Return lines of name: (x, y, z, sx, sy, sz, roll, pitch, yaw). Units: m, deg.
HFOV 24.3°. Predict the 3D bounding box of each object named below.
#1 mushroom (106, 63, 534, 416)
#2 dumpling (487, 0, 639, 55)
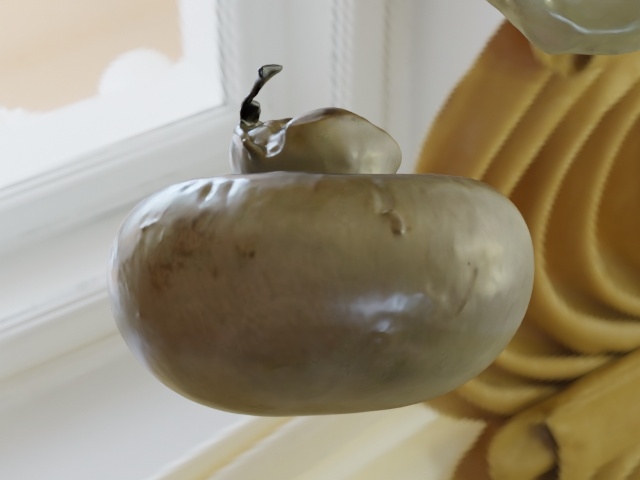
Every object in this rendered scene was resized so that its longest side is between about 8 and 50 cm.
mushroom: (0.000, 0.000, 1.266, 0.362, 0.362, 0.294, 163, -76, -66)
dumpling: (0.069, -0.190, 0.450, 0.131, 0.179, 0.252, -17, -129, 60)
